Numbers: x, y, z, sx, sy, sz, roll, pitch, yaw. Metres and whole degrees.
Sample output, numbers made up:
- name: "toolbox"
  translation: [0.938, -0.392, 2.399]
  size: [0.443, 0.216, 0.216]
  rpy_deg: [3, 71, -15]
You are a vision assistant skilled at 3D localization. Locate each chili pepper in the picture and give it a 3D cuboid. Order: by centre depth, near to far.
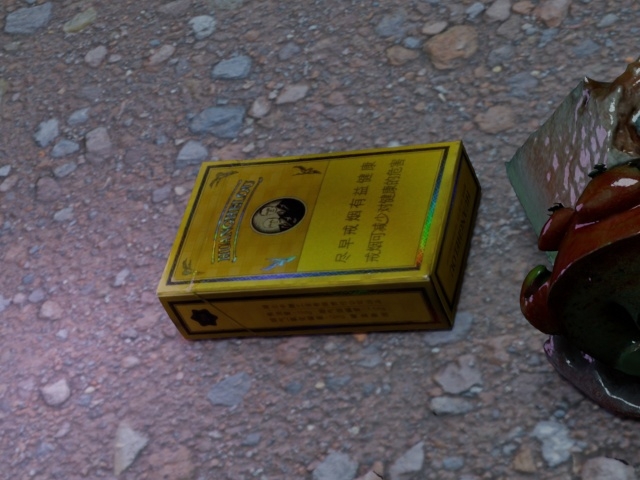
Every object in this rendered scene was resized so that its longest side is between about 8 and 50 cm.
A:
- name: "chili pepper"
  translation: [0.255, 0.119, 1.651]
  size: [0.153, 0.041, 0.050]
  rpy_deg: [41, 93, 29]

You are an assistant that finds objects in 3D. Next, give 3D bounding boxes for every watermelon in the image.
- name: "watermelon"
  translation: [0.325, -0.082, 1.687]
  size: [0.264, 0.302, 0.151]
  rpy_deg: [-15, 73, -11]

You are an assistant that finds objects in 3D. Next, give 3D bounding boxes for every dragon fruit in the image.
- name: "dragon fruit"
  translation: [0.310, 0.030, 1.568]
  size: [0.268, 0.295, 0.130]
  rpy_deg: [-9, 68, -2]

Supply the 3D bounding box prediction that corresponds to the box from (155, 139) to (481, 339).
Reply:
- name: "box"
  translation: [0.000, 0.000, 1.859]
  size: [0.301, 0.084, 0.193]
  rpy_deg: [-4, 46, 23]
